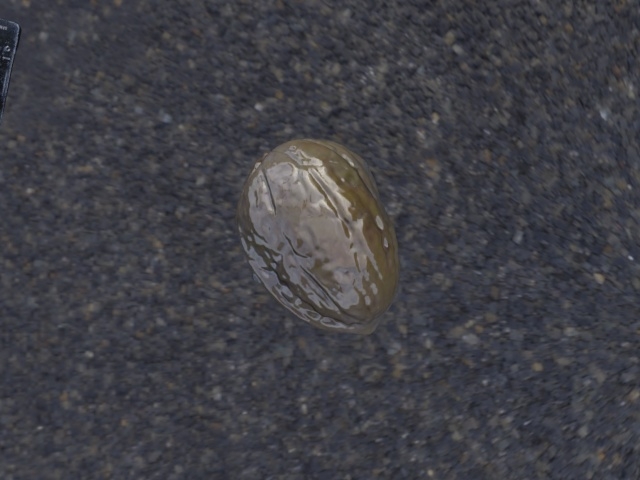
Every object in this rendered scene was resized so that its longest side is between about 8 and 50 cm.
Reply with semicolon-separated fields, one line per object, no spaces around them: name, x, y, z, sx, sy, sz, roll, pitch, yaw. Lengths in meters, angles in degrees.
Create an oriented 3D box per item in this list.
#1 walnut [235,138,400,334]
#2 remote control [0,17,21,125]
walnut;0.002;-0.001;1.155;0.178;0.178;0.230;-28;90;16
remote control;-0.257;-0.123;0.812;0.014;0.039;0.096;18;97;44
